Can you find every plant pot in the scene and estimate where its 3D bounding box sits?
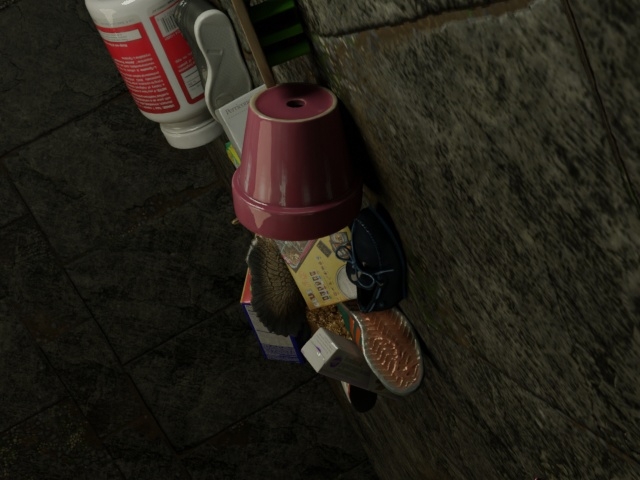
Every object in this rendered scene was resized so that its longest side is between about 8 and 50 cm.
[{"bbox_3d":[-0.037,-0.127,1.241,0.201,0.201,0.180,-129,28,-48],"label":"plant pot"}]

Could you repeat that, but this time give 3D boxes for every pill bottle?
[{"bbox_3d":[-0.353,-0.422,1.923,0.229,0.229,0.408,51,166,48],"label":"pill bottle"}]

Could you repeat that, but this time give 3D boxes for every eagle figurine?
[{"bbox_3d":[-0.052,0.031,1.795,0.226,0.225,0.298,-51,55,58],"label":"eagle figurine"}]

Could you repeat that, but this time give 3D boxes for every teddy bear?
[{"bbox_3d":[0.078,0.206,1.937,0.245,0.113,0.338,56,165,-12],"label":"teddy bear"}]

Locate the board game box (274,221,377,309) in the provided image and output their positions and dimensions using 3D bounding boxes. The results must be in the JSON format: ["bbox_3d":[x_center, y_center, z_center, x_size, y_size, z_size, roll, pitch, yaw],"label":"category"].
[{"bbox_3d":[0.000,0.000,1.522,0.243,0.165,0.042,64,-145,-14],"label":"board game box"}]

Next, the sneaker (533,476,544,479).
[{"bbox_3d":[0.321,0.371,1.227,0.119,0.047,0.057,-174,70,-75],"label":"sneaker"}]

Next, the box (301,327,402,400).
[{"bbox_3d":[0.084,0.252,1.664,0.067,0.063,0.324,46,-170,37],"label":"box"}]

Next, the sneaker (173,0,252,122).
[{"bbox_3d":[-0.225,-0.388,1.752,0.147,0.104,0.296,57,164,37],"label":"sneaker"}]

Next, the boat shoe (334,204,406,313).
[{"bbox_3d":[0.087,0.051,1.369,0.109,0.089,0.258,53,168,41],"label":"boat shoe"}]

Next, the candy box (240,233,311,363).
[{"bbox_3d":[-0.093,0.124,2.118,0.317,0.122,0.268,77,-160,-56],"label":"candy box"}]

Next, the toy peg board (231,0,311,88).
[{"bbox_3d":[-0.076,-0.333,1.203,0.161,0.079,0.161,-105,-6,-53],"label":"toy peg board"}]

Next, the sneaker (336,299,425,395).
[{"bbox_3d":[0.115,0.176,1.596,0.302,0.108,0.121,61,178,34],"label":"sneaker"}]

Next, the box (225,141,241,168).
[{"bbox_3d":[-0.139,-0.187,1.855,0.179,0.105,0.043,52,159,47],"label":"box"}]

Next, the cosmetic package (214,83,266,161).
[{"bbox_3d":[-0.102,-0.180,1.638,0.231,0.117,0.085,61,171,-11],"label":"cosmetic package"}]

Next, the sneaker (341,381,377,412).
[{"bbox_3d":[0.079,0.351,2.373,0.270,0.090,0.145,69,170,-24],"label":"sneaker"}]
